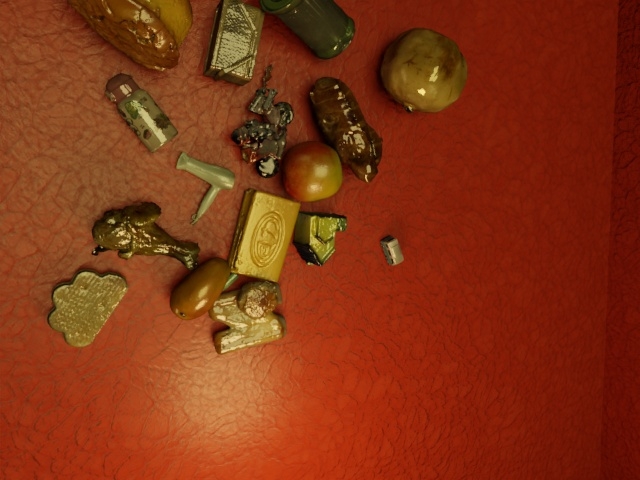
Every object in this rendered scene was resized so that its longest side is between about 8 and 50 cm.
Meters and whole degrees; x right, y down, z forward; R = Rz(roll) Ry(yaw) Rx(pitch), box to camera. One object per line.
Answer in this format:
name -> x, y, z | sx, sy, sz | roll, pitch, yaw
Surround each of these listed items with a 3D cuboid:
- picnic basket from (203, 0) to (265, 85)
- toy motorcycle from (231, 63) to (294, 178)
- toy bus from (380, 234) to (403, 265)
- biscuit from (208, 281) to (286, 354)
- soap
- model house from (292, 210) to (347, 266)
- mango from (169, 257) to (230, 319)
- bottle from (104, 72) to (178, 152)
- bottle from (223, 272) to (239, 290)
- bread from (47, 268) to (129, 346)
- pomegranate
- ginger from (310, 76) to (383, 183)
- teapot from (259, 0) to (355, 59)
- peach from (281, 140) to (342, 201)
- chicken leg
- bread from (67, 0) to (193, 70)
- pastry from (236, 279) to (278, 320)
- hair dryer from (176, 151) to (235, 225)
picnic basket -> -0.293, -0.666, 1.661 | 0.139, 0.165, 0.266 | 10, 94, -24
toy motorcycle -> -0.199, -0.434, 1.761 | 0.207, 0.134, 0.400 | 16, 94, -31
toy bus -> 0.307, 0.046, 2.088 | 0.060, 0.075, 0.122 | -27, 108, -17
biscuit -> -0.277, 0.295, 1.884 | 0.291, 0.062, 0.236 | -14, 103, -22
soap -> -0.215, -0.016, 1.841 | 0.204, 0.096, 0.324 | 14, 93, -25
model house -> 0.000, 0.000, 1.882 | 0.170, 0.194, 0.211 | 3, 96, -26
mango -> -0.419, 0.169, 1.734 | 0.139, 0.175, 0.254 | 42, 88, -24
bottle -> -0.587, -0.418, 1.602 | 0.120, 0.120, 0.253 | -42, 111, -12
bottle -> -0.345, 0.154, 1.849 | 0.083, 0.030, 0.030 | -45, 113, -10
bread -> -0.792, 0.207, 1.650 | 0.207, 0.056, 0.286 | 40, 82, -27
pomegranate -> 0.395, -0.645, 1.902 | 0.333, 0.333, 0.332 | -4, 100, -23
ginger -> 0.107, -0.422, 1.869 | 0.176, 0.254, 0.418 | -28, 99, 21
teapot -> -0.044, -0.791, 1.705 | 0.200, 0.270, 0.337 | -50, 144, 13
peach -> -0.031, -0.250, 1.808 | 0.231, 0.231, 0.230 | -4, 100, -23
chicken leg -> -0.575, -0.025, 1.670 | 0.361, 0.140, 0.211 | 9, 116, -34
bread -> -0.559, -0.683, 1.441 | 0.398, 0.398, 0.215 | 35, 78, -24
pastry -> -0.231, 0.219, 1.815 | 0.154, 0.081, 0.153 | -3, 98, -22
hair dryer -> -0.434, -0.168, 1.751 | 0.207, 0.075, 0.237 | 20, 99, -18
